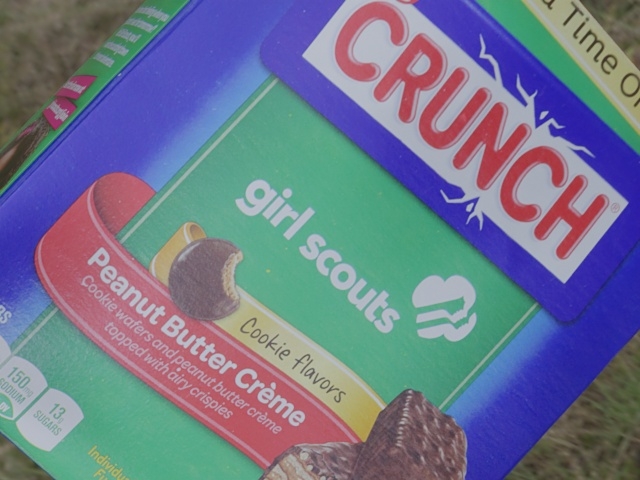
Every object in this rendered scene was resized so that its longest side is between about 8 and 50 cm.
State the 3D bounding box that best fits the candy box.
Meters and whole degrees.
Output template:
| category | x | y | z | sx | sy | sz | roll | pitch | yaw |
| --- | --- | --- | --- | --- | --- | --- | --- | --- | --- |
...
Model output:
| category | x | y | z | sx | sy | sz | roll | pitch | yaw |
| --- | --- | --- | --- | --- | --- | --- | --- | --- | --- |
| candy box | 0.000 | 0.000 | 0.819 | 0.317 | 0.268 | 0.122 | -47 | 20 | -5 |
